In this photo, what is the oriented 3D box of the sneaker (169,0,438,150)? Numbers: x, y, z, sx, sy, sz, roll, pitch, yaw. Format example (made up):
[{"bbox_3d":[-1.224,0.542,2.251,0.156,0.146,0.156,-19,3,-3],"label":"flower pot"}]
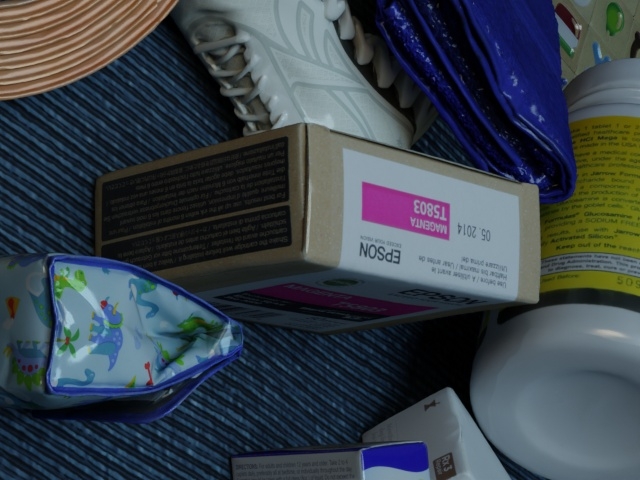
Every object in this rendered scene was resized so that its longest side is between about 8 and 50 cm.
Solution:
[{"bbox_3d":[-0.028,-0.121,1.190,0.292,0.110,0.118,36,67,-37],"label":"sneaker"}]

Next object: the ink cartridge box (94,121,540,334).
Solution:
[{"bbox_3d":[0.000,0.000,1.123,0.234,0.193,0.088,12,74,-45],"label":"ink cartridge box"}]

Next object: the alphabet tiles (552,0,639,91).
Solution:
[{"bbox_3d":[0.258,-0.178,1.577,0.285,0.011,0.343,43,54,-35],"label":"alphabet tiles"}]

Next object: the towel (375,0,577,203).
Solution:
[{"bbox_3d":[0.109,-0.185,1.295,0.228,0.076,0.308,54,23,-29],"label":"towel"}]

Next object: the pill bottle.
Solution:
[{"bbox_3d":[0.234,0.014,1.349,0.188,0.188,0.334,49,39,-30],"label":"pill bottle"}]

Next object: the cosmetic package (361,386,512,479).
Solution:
[{"bbox_3d":[0.121,0.236,1.262,0.231,0.085,0.117,56,12,-23],"label":"cosmetic package"}]

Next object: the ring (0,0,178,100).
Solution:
[{"bbox_3d":[-0.197,-0.249,0.997,0.336,0.032,0.337,-10,109,-30],"label":"ring"}]

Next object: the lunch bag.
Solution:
[{"bbox_3d":[-0.140,0.058,1.006,0.151,0.128,0.096,5,84,-49],"label":"lunch bag"}]

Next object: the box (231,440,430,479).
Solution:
[{"bbox_3d":[0.011,0.205,1.146,0.072,0.126,0.137,-1,84,-46],"label":"box"}]
